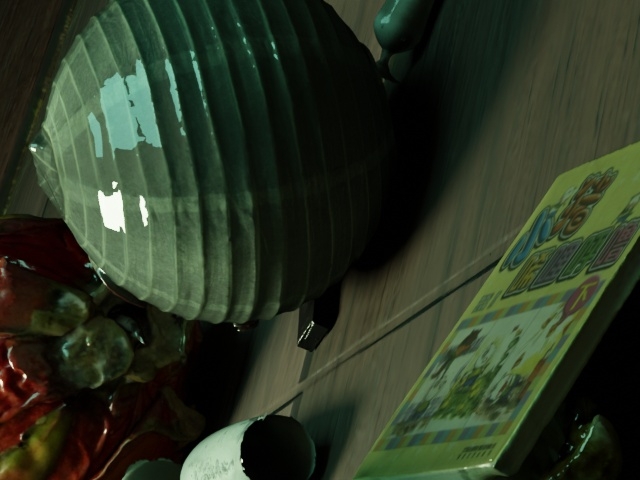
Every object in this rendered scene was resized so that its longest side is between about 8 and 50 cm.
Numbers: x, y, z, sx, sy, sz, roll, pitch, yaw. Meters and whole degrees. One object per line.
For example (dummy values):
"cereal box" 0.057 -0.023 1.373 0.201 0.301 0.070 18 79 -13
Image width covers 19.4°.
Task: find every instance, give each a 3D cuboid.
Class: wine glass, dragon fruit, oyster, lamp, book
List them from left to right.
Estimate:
"dragon fruit" -0.234 0.115 1.490 0.342 0.277 0.277 141 147 -69
"lamp" -0.073 -0.066 1.223 0.233 0.233 0.265 -53 42 44
"wine glass" -0.069 0.159 1.238 0.262 0.074 0.074 -35 36 63
"wine glass" 0.055 -0.149 1.281 0.039 0.042 0.083 32 99 45
"oyster" 0.085 0.109 0.796 0.103 0.051 0.148 -64 4 -22
"book" 0.096 0.032 0.840 0.192 0.013 0.168 -54 10 -18

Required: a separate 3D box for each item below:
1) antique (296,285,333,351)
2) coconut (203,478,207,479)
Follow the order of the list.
"antique" 0.000 0.000 1.311 0.031 0.015 0.192 -56 19 39
"coconut" -0.067 0.217 0.850 0.241 0.241 0.241 -59 18 32
